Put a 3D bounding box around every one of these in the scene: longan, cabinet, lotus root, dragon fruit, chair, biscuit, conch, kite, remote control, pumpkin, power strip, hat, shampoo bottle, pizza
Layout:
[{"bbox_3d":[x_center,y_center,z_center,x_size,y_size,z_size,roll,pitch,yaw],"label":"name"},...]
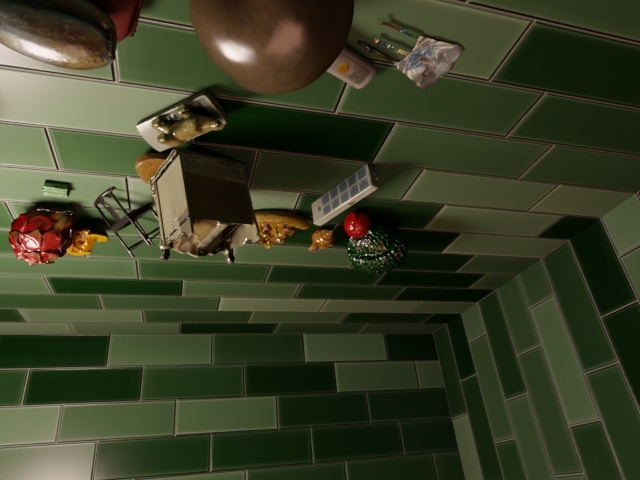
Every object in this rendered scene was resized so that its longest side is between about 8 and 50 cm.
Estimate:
[{"bbox_3d":[-0.104,-0.506,1.021,0.361,0.361,0.361,-5,151,-3],"label":"longan"},{"bbox_3d":[-0.405,-0.104,1.614,0.290,0.318,0.227,5,151,-44],"label":"cabinet"},{"bbox_3d":[-0.594,-0.451,0.959,0.322,0.158,0.140,14,147,-14],"label":"lotus root"},{"bbox_3d":[-1.065,-0.040,1.798,0.293,0.234,0.234,-45,148,-6],"label":"dragon fruit"},{"bbox_3d":[-0.752,-0.085,1.832,0.154,0.141,0.260,-28,100,33],"label":"chair"},{"bbox_3d":[-0.565,-0.260,1.634,0.170,0.050,0.170,-11,157,-5],"label":"biscuit"},{"bbox_3d":[-0.001,-0.005,2.173,0.109,0.093,0.330,-14,176,-22],"label":"conch"},{"bbox_3d":[0.265,-0.545,1.322,0.310,0.015,0.169,13,145,-35],"label":"kite"},{"bbox_3d":[-0.438,-0.368,1.448,0.285,0.038,0.123,-16,135,18],"label":"remote control"},{"bbox_3d":[-0.975,-0.021,1.918,0.183,0.108,0.119,-26,153,18],"label":"pumpkin"},{"bbox_3d":[0.085,-0.173,1.853,0.043,0.106,0.367,18,143,-39],"label":"power strip"},{"bbox_3d":[0.226,-0.002,2.079,0.274,0.242,0.332,-29,132,14],"label":"hat"},{"bbox_3d":[0.050,-0.509,1.298,0.227,0.056,0.086,18,142,-36],"label":"shampoo bottle"},{"bbox_3d":[-0.222,-0.071,2.008,0.257,0.087,0.268,-26,143,27],"label":"pizza"}]

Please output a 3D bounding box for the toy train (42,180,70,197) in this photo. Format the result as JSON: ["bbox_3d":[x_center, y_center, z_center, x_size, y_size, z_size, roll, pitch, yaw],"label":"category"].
[{"bbox_3d":[-0.969,-0.189,1.693,0.093,0.038,0.056,7,142,-22],"label":"toy train"}]

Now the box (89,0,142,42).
[{"bbox_3d":[-0.500,-0.602,0.972,0.263,0.108,0.404,10,147,-27],"label":"box"}]

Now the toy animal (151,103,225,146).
[{"bbox_3d":[-0.402,-0.341,1.397,0.218,0.103,0.101,-20,151,22],"label":"toy animal"}]
